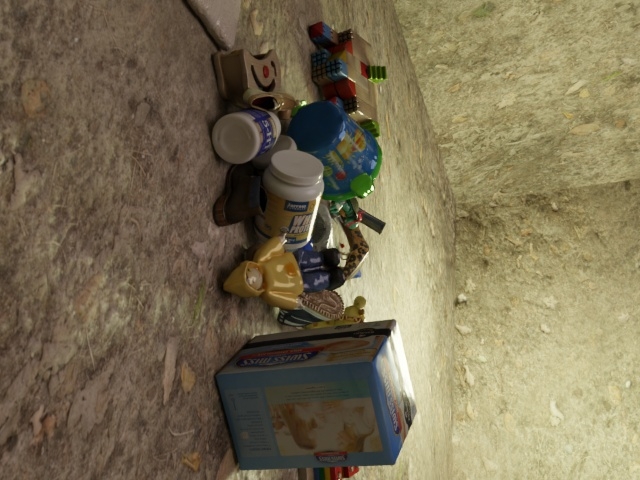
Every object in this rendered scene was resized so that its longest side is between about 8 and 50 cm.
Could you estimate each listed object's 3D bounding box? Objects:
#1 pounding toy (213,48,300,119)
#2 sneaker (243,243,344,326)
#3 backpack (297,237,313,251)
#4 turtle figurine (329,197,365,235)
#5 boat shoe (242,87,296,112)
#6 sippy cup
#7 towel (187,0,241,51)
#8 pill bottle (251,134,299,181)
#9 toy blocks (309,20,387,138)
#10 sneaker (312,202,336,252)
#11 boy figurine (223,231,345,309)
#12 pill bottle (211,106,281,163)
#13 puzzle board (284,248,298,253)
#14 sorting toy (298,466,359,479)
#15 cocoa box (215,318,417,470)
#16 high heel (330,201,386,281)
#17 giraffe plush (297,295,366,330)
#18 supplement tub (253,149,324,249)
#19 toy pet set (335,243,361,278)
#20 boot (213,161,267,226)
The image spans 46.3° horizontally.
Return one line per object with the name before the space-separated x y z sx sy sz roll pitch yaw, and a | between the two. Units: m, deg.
pounding toy | -0.126 -0.392 1.781 0.269 0.155 0.154 17 72 -69
sneaker | -0.093 0.118 1.795 0.282 0.153 0.099 35 58 -21
backpack | -0.070 0.006 1.878 0.098 0.101 0.120 63 24 -58
turtle figurine | 0.050 -0.108 2.188 0.175 0.118 0.234 122 -50 -68
boat shoe | -0.111 -0.310 1.693 0.045 0.136 0.050 56 -45 41
sippy cup | 0.025 -0.255 2.027 0.224 0.306 0.239 45 62 -59
towel | -0.235 -0.595 1.715 0.187 0.049 0.282 50 38 -56
pill bottle | -0.084 -0.149 1.867 0.117 0.118 0.208 -78 152 -43
toy blocks | 0.072 -0.532 2.404 0.261 0.191 0.381 16 66 -57
sneaker | 0.000 0.000 2.118 0.115 0.091 0.232 -57 145 -71
boy figurine | -0.086 0.068 1.664 0.285 0.092 0.177 -2 78 -38
pill bottle | -0.160 -0.244 1.700 0.186 0.112 0.111 -45 125 -65
puzzle board | -0.082 0.064 1.829 0.128 0.097 0.011 56 12 -51
sorting toy | 0.036 0.645 1.951 0.257 0.090 0.255 16 68 -69
cocoa box | -0.003 0.326 1.577 0.228 0.347 0.231 -40 119 -67
high heel | 0.068 -0.004 2.295 0.261 0.186 0.093 -58 176 -32
giraffe plush | 0.049 0.221 2.022 0.210 0.171 0.181 -5 88 -70
supplement tub | -0.073 -0.095 1.740 0.144 0.145 0.199 -68 173 -54
toy pet set | 0.087 0.063 2.341 0.122 0.065 0.114 -12 94 -70
boot | -0.155 -0.111 1.672 0.219 0.106 0.082 -75 150 -47
